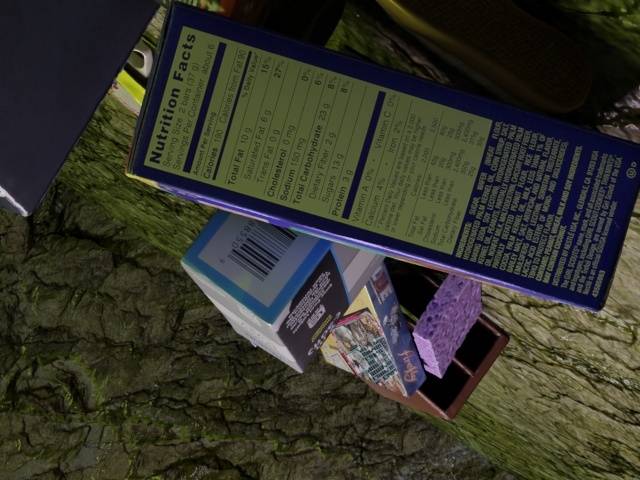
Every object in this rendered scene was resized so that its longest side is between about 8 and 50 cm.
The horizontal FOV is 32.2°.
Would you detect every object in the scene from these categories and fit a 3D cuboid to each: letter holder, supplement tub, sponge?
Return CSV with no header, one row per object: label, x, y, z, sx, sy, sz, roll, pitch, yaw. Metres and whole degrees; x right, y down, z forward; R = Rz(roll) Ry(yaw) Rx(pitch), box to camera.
letter holder,0.110,0.134,1.699,0.214,0.152,0.302,40,169,-12
supplement tub,-0.079,-0.214,0.864,0.198,0.106,0.106,35,170,9
sponge,0.170,0.104,1.451,0.031,0.117,0.210,30,169,17

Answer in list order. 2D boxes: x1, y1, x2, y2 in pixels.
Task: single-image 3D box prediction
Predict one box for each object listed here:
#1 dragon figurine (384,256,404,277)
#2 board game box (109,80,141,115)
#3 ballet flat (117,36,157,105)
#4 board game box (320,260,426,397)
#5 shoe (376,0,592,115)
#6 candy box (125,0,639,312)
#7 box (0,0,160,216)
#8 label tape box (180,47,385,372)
dragon figurine,0.000,0.000,1.585,0.289,0.085,0.144,11,145,50
board game box,-0.253,-0.217,1.585,0.147,0.045,0.193,38,170,-14
ballet flat,-0.214,-0.213,1.420,0.231,0.077,0.077,39,153,-5
board game box,0.039,0.087,1.474,0.165,0.042,0.243,19,141,44
shoe,0.081,-0.150,0.714,0.219,0.076,0.058,38,165,-20
candy box,0.031,-0.055,0.803,0.317,0.122,0.268,17,-179,-5
box,-0.445,-0.304,0.872,0.471,0.297,0.480,16,159,25
label tape box,0.007,-0.003,1.127,0.115,0.249,0.348,33,169,16
